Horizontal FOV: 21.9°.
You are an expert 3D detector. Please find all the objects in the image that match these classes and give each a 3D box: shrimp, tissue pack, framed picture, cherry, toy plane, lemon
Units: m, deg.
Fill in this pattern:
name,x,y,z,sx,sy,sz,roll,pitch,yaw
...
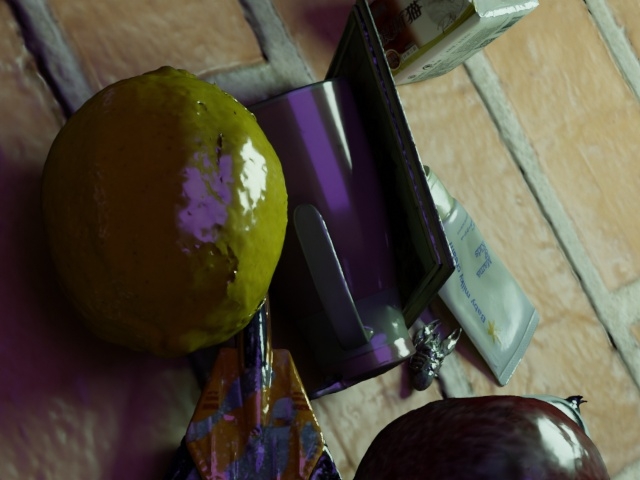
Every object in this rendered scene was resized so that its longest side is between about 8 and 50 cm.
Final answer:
name,x,y,z,sx,sy,sz,roll,pitch,yaw
shrimp,0.105,0.107,1.599,0.038,0.029,0.092,42,41,-3
tissue pack,0.129,-0.240,1.723,0.106,0.149,0.099,-18,79,-44
framed picture,0.055,-0.065,1.540,0.017,0.217,0.274,-13,72,-14
cherry,0.129,0.251,1.388,0.203,0.230,0.300,48,39,-41
toy plane,-0.058,0.151,1.377,0.204,0.103,0.316,2,51,-6
lemon,-0.128,-0.024,1.353,0.204,0.204,0.260,14,62,-34

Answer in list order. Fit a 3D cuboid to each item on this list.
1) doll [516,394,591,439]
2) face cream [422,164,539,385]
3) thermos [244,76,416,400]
name,x,y,z,sx,sy,sz,roll,pitch,yaw
doll,0.202,0.235,1.555,0.110,0.107,0.180,36,51,-48
face cream,0.146,0.030,1.658,0.224,0.070,0.114,51,45,-18
thermos,0.000,0.000,1.483,0.176,0.146,0.265,10,60,-83
